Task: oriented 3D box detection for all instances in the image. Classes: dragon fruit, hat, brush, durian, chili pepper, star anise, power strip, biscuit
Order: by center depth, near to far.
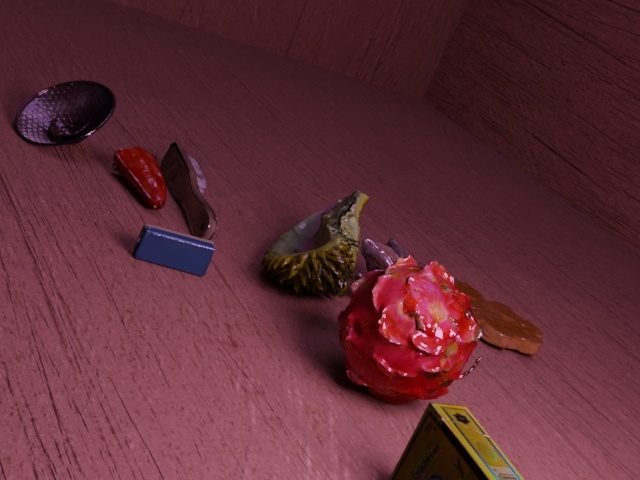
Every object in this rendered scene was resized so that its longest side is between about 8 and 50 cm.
[{"bbox_3d":[0.123,0.143,1.415,0.205,0.210,0.268,54,-11,17],"label":"dragon fruit"},{"bbox_3d":[-0.235,0.014,1.523,0.123,0.056,0.032,16,22,-22],"label":"power strip"},{"bbox_3d":[0.000,0.000,1.672,0.158,0.169,0.352,25,19,1],"label":"durian"},{"bbox_3d":[0.138,0.074,1.725,0.212,0.073,0.197,20,47,-34],"label":"star anise"},{"bbox_3d":[-0.316,-0.105,1.738,0.088,0.065,0.169,9,28,-36],"label":"chili pepper"},{"bbox_3d":[-0.234,-0.086,1.790,0.065,0.070,0.327,25,18,-32],"label":"brush"},{"bbox_3d":[-0.475,-0.218,1.820,0.193,0.082,0.193,-5,46,6],"label":"hat"},{"bbox_3d":[0.296,0.141,1.859,0.289,0.044,0.202,26,20,0],"label":"biscuit"}]

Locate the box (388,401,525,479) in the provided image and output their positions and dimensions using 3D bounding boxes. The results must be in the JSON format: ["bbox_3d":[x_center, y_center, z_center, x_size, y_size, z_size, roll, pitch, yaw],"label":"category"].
[{"bbox_3d":[0.170,0.310,1.110,0.064,0.141,0.220,13,23,-29],"label":"box"}]
